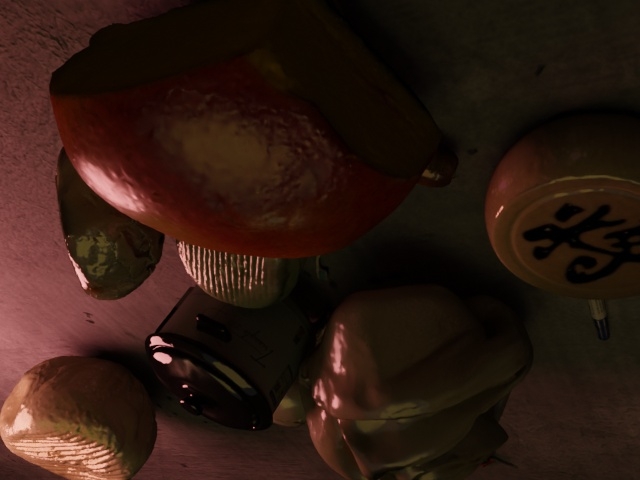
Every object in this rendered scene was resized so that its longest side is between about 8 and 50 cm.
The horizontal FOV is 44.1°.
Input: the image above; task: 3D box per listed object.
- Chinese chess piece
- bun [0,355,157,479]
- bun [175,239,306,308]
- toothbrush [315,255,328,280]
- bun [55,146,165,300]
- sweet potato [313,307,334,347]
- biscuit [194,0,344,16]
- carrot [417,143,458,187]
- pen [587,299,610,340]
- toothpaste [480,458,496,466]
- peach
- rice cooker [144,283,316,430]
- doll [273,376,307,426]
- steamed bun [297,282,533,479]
[{"bbox_3d":[0.326,-0.035,0.943,0.257,0.104,0.257,11,144,8],"label":"Chinese chess piece"},{"bbox_3d":[-0.506,0.386,1.720,0.348,0.227,0.352,-5,136,27],"label":"bun"},{"bbox_3d":[-0.110,-0.009,1.139,0.221,0.108,0.221,16,134,17],"label":"bun"},{"bbox_3d":[0.000,0.000,1.190,0.022,0.017,0.204,19,146,15],"label":"toothbrush"},{"bbox_3d":[-0.287,-0.037,1.105,0.141,0.239,0.239,-14,144,-10],"label":"bun"},{"bbox_3d":[-0.019,0.181,1.402,0.068,0.060,0.206,-7,148,-38],"label":"sweet potato"},{"bbox_3d":[-0.060,-0.243,0.881,0.187,0.036,0.274,11,143,8],"label":"biscuit"},{"bbox_3d":[0.054,-0.120,0.982,0.247,0.059,0.059,17,144,6],"label":"carrot"},{"bbox_3d":[0.395,0.082,1.135,0.025,0.025,0.204,-4,140,26],"label":"pen"},{"bbox_3d":[0.264,0.449,1.655,0.193,0.045,0.071,13,152,-5],"label":"toothpaste"},{"bbox_3d":[-0.074,-0.102,0.844,0.380,0.243,0.306,-4,137,20],"label":"peach"},{"bbox_3d":[-0.148,0.182,1.279,0.241,0.227,0.281,25,148,15],"label":"rice cooker"},{"bbox_3d":[-0.099,0.301,1.541,0.274,0.113,0.155,23,140,-7],"label":"doll"},{"bbox_3d":[0.146,0.246,1.196,0.342,0.255,0.368,2,147,-22],"label":"steamed bun"}]
